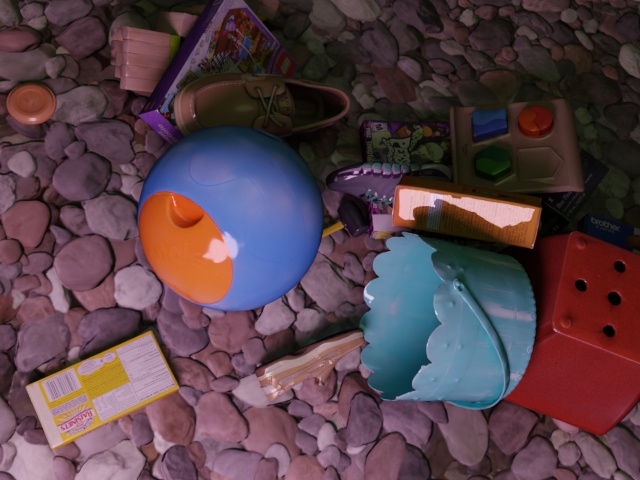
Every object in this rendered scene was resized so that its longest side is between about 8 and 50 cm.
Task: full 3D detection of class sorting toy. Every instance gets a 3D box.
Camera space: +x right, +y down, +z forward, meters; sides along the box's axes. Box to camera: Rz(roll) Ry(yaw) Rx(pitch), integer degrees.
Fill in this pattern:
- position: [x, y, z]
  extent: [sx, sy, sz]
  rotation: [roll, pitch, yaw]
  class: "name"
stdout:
- position: [0.348, -0.134, 1.447]
  extent: [0.229, 0.041, 0.307]
  rotation: [-1, 56, 7]
  class: "sorting toy"

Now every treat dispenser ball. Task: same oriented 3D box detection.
- position: [-0.137, -0.034, 1.270]
  extent: [0.288, 0.288, 0.288]
  rotation: [5, 66, -10]
  class: "treat dispenser ball"

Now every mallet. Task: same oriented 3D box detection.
- position: [0.000, 0.000, 1.428]
  extent: [0.189, 0.039, 0.062]
  rotation: [-33, 73, -19]
  class: "mallet"

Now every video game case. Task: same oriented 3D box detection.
- position: [0.184, -0.112, 1.509]
  extent: [0.210, 0.042, 0.232]
  rotation: [2, 66, -11]
  class: "video game case"

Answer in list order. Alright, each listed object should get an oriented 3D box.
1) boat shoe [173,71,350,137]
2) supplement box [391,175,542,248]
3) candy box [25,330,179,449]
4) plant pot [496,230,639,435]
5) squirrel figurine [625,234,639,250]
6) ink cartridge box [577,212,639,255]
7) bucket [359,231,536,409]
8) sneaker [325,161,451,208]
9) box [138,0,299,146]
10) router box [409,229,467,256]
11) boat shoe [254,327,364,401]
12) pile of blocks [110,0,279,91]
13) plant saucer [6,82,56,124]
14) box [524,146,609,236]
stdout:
- position: [-0.092, -0.232, 1.388]
  extent: [0.341, 0.110, 0.122]
  rotation: [-15, 99, -45]
  class: "boat shoe"
- position: [0.239, -0.048, 1.339]
  extent: [0.233, 0.080, 0.078]
  rotation: [8, 19, 13]
  class: "supplement box"
- position: [-0.333, 0.227, 1.258]
  extent: [0.205, 0.027, 0.105]
  rotation: [-23, 76, -20]
  class: "candy box"
- position: [0.426, 0.131, 1.347]
  extent: [0.267, 0.236, 0.267]
  rotation: [21, 63, -3]
  class: "plant pot"
- position: [0.705, -0.005, 1.423]
  extent: [0.370, 0.281, 0.397]
  rotation: [19, 47, -22]
  class: "squirrel figurine"
- position: [0.582, 0.027, 1.531]
  extent: [0.207, 0.046, 0.097]
  rotation: [17, 63, -4]
  class: "ink cartridge box"
- position: [0.194, 0.128, 1.283]
  extent: [0.183, 0.281, 0.281]
  rotation: [9, 65, -17]
  class: "bucket"
- position: [0.122, -0.081, 1.420]
  extent: [0.223, 0.083, 0.098]
  rotation: [-3, 78, -6]
  class: "sneaker"
- position: [-0.169, -0.266, 1.434]
  extent: [0.201, 0.057, 0.293]
  rotation: [45, 57, -35]
  class: "box"
- position: [0.188, 0.025, 1.405]
  extent: [0.092, 0.122, 0.038]
  rotation: [3, 59, -11]
  class: "router box"
- position: [-0.008, 0.203, 1.324]
  extent: [0.190, 0.068, 0.072]
  rotation: [-22, 85, -10]
  class: "boat shoe"
- position: [-0.240, -0.368, 1.515]
  extent: [0.362, 0.149, 0.112]
  rotation: [-31, 33, -32]
  class: "pile of blocks"
- position: [-0.507, -0.242, 1.436]
  extent: [0.083, 0.013, 0.084]
  rotation: [4, 65, -10]
  class: "plant saucer"
- position: [0.424, -0.112, 1.534]
  extent: [0.158, 0.093, 0.156]
  rotation: [39, 65, 8]
  class: "box"
